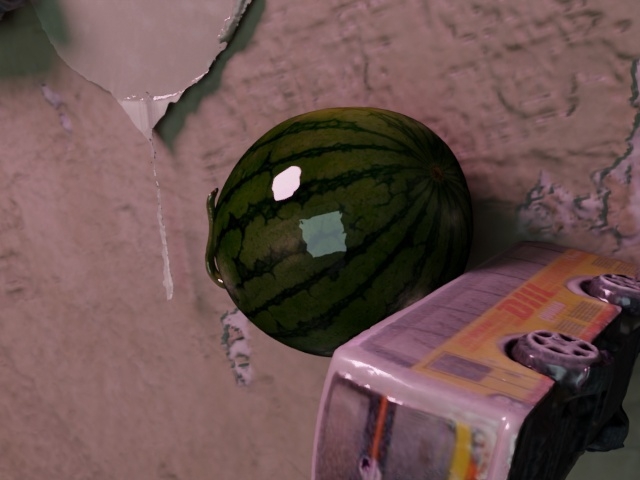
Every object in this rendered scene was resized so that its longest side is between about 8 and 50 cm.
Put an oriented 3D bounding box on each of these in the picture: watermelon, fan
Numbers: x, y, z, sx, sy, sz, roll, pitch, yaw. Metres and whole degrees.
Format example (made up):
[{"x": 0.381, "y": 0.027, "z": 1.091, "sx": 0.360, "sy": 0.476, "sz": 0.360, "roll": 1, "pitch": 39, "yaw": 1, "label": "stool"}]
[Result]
[{"x": 0.000, "y": 0.000, "z": 0.573, "sx": 0.187, "sy": 0.141, "sz": 0.140, "roll": -28, "pitch": 90, "yaw": 46, "label": "watermelon"}, {"x": -0.114, "y": -0.112, "z": 0.662, "sx": 0.182, "sy": 0.010, "sz": 0.310, "roll": 0, "pitch": 99, "yaw": 25, "label": "fan"}]

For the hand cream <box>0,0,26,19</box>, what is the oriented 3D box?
[{"x": -0.326, "y": -0.166, "z": 0.723, "sx": 0.276, "sy": 0.059, "sz": 0.095, "roll": -4, "pitch": 98, "yaw": 29, "label": "hand cream"}]

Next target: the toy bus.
[{"x": 0.091, "y": 0.063, "z": 0.471, "sx": 0.106, "sy": 0.268, "sz": 0.092, "roll": 16, "pitch": 108, "yaw": 25, "label": "toy bus"}]
